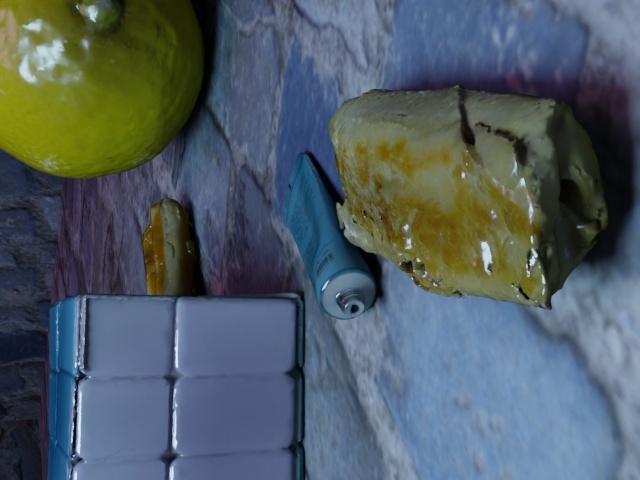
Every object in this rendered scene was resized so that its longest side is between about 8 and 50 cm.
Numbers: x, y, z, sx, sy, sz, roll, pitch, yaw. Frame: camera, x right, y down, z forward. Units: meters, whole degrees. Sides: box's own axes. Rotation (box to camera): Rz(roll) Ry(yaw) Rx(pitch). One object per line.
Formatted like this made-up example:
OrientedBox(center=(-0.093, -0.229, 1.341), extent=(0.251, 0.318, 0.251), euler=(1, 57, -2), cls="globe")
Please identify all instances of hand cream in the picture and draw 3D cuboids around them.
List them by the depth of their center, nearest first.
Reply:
OrientedBox(center=(0.000, 0.000, 0.714), extent=(0.224, 0.048, 0.083), euler=(-115, 35, -56), cls="hand cream")

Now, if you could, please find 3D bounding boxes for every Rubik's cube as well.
OrientedBox(center=(-0.158, 0.170, 0.828), extent=(0.231, 0.221, 0.224), euler=(166, 105, -65), cls="Rubik's cube")

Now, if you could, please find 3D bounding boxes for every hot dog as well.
OrientedBox(center=(-0.212, 0.053, 1.146), extent=(0.109, 0.072, 0.269), euler=(117, 147, -47), cls="hot dog")

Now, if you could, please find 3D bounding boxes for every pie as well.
OrientedBox(center=(0.070, -0.034, 0.509), extent=(0.282, 0.068, 0.128), euler=(-160, 62, -66), cls="pie")

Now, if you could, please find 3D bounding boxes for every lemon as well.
OrientedBox(center=(-0.317, -0.255, 1.080), extent=(0.364, 0.364, 0.364), euler=(-178, 90, -66), cls="lemon")
